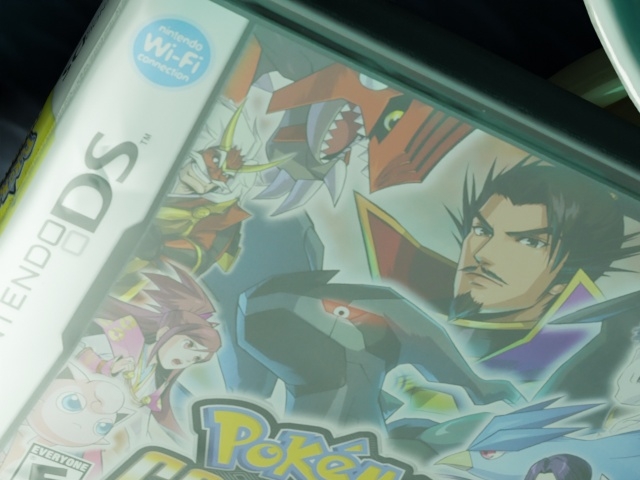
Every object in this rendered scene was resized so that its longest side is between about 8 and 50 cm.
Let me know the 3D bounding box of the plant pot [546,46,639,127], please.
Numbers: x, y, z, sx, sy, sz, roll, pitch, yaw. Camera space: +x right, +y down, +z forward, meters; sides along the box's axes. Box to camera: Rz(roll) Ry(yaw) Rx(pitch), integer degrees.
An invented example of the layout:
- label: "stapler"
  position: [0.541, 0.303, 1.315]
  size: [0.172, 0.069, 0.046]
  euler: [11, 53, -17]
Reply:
- label: "plant pot"
  position: [0.157, -0.001, 0.713]
  size: [0.237, 0.110, 0.237]
  euler: [-1, 126, -1]

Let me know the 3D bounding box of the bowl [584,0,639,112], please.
- label: "bowl"
  position: [0.195, -0.148, 0.514]
  size: [0.311, 0.163, 0.311]
  euler: [-3, 110, -8]

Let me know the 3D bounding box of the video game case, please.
- label: "video game case"
  position: [0.009, 0.039, 0.653]
  size: [0.275, 0.035, 0.248]
  euler: [25, 121, -17]
